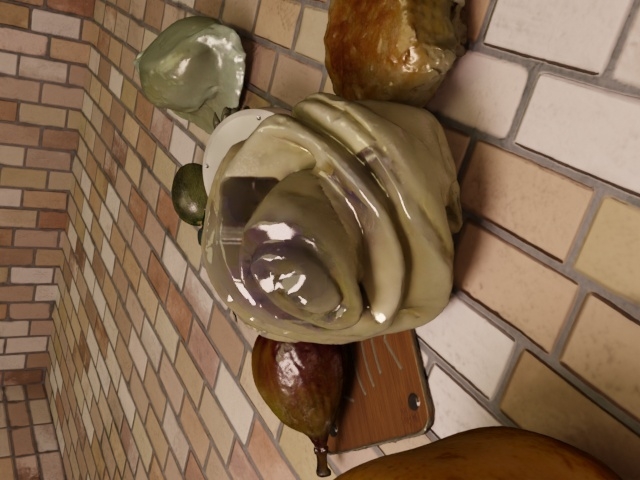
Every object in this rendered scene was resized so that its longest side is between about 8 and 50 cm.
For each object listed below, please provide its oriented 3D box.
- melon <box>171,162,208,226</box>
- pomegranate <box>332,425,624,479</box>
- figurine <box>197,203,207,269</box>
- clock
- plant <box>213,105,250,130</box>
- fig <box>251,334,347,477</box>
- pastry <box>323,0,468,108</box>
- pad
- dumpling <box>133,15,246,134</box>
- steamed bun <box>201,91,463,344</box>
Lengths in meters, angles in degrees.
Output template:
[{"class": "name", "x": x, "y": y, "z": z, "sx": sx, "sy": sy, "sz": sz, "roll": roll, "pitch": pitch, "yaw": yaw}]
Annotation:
[{"class": "melon", "x": -0.292, "y": -0.104, "z": 1.470, "sx": 0.114, "sy": 0.114, "sz": 0.167, "roll": -42, "pitch": 53, "yaw": 48}, {"class": "pomegranate", "x": 0.139, "y": 0.371, "z": 0.549, "sx": 0.417, "sy": 0.417, "sz": 0.416, "roll": -6, "pitch": 83, "yaw": 57}, {"class": "figurine", "x": -0.191, "y": 0.010, "z": 1.305, "sx": 0.147, "sy": 0.126, "sz": 0.192, "roll": 8, "pitch": 121, "yaw": 31}, {"class": "clock", "x": -0.096, "y": -0.118, "z": 1.104, "sx": 0.230, "sy": 0.083, "sz": 0.230, "roll": 6, "pitch": 105, "yaw": 23}, {"class": "plant", "x": -0.153, "y": -0.169, "z": 1.251, "sx": 0.132, "sy": 0.129, "sz": 0.194, "roll": 25, "pitch": 112, "yaw": 53}, {"class": "fig", "x": -0.024, "y": 0.244, "z": 0.996, "sx": 0.170, "sy": 0.145, "sz": 0.274, "roll": -14, "pitch": 87, "yaw": 58}, {"class": "pastry", "x": 0.100, "y": -0.291, "z": 0.879, "sx": 0.236, "sy": 0.121, "sz": 0.257, "roll": -16, "pitch": 77, "yaw": 60}, {"class": "pad", "x": 0.059, "y": 0.183, "z": 1.002, "sx": 0.284, "sy": 0.018, "sz": 0.286, "roll": -37, "pitch": 56, "yaw": 50}, {"class": "dumpling", "x": -0.315, "y": -0.382, "z": 1.443, "sx": 0.320, "sy": 0.212, "sz": 0.270, "roll": -135, "pitch": 52, "yaw": -62}, {"class": "steamed bun", "x": 0.000, "y": 0.000, "z": 0.793, "sx": 0.346, "sy": 0.237, "sz": 0.394, "roll": 42, "pitch": 112, "yaw": 11}]
